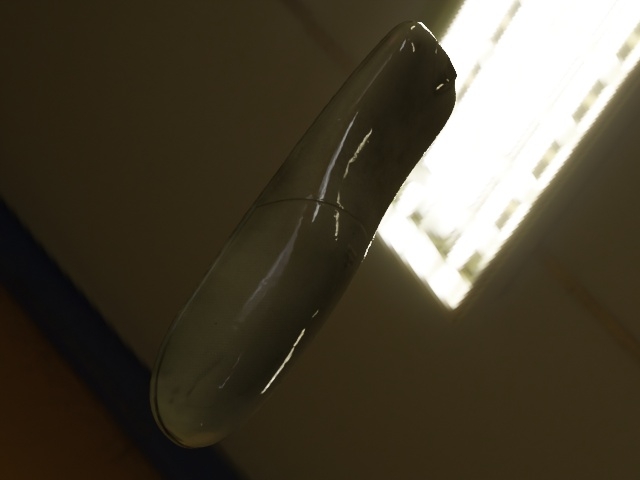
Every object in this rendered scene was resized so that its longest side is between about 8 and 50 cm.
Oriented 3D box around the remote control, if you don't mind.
[{"bbox_3d":[0.000,0.000,0.673,0.044,0.229,0.073,23,-21,38],"label":"remote control"}]
